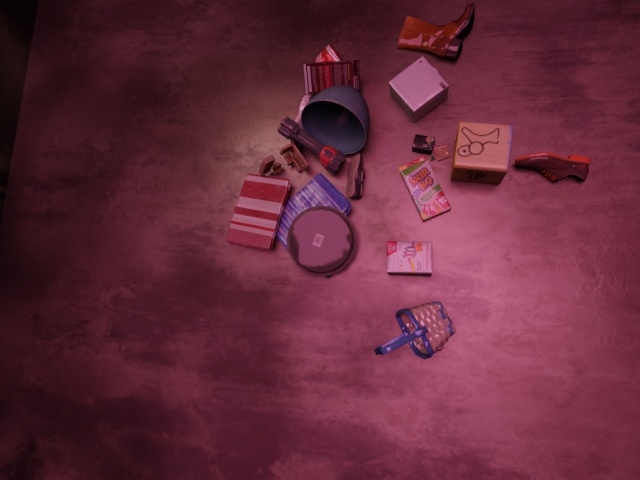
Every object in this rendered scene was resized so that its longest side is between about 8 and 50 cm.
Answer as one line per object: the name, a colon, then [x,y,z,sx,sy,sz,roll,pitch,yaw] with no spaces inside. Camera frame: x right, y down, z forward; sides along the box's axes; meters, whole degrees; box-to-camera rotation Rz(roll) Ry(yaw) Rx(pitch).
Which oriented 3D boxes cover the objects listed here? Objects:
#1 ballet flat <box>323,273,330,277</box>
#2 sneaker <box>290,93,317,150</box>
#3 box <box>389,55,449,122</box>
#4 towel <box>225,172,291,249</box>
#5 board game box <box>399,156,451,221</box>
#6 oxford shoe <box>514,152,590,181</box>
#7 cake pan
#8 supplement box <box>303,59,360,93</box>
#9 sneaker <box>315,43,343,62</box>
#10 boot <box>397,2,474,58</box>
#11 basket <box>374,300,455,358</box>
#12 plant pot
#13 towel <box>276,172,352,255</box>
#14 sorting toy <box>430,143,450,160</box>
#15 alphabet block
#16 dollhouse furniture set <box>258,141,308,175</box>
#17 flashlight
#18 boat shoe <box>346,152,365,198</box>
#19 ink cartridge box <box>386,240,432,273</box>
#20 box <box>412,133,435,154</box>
ballet flat: [0.039,0.078,1.890,0.052,0.057,0.168,11,78,42]
sneaker: [-0.063,-0.515,1.983,0.108,0.100,0.271,18,85,8]
box: [0.415,-0.636,1.887,0.182,0.119,0.181,-36,75,4]
towel: [-0.274,-0.131,1.976,0.237,0.037,0.329,11,79,24]
board game box: [0.431,-0.220,1.858,0.124,0.039,0.259,-24,74,7]
oxford shoe: [0.899,-0.281,1.736,0.271,0.097,0.098,6,88,13]
cake pan: [0.000,0.000,1.830,0.293,0.054,0.293,0,87,8]
supplement box: [0.050,-0.713,1.949,0.239,0.073,0.130,9,118,27]
sneaker: [0.057,-0.759,2.021,0.128,0.087,0.221,-34,78,26]
boot: [0.509,-0.934,1.952,0.280,0.096,0.264,24,94,22]
basket: [0.340,0.352,1.666,0.289,0.255,0.201,-23,79,-4]
plant pot: [0.088,-0.536,1.881,0.290,0.290,0.195,18,61,15]
towel: [-0.056,-0.113,1.922,0.336,0.040,0.243,-41,64,3]
sorting toy: [0.498,-0.366,1.877,0.083,0.012,0.062,-18,82,5]
alphabet block: [0.627,-0.340,1.752,0.197,0.193,0.192,9,81,14]
dollhouse furniture set: [-0.163,-0.316,1.946,0.151,0.144,0.123,-32,83,-26]
flashlight: [-0.040,-0.407,1.905,0.304,0.103,0.103,33,128,-5]
boat shoe: [0.158,-0.275,1.923,0.065,0.075,0.206,16,75,-29]
ink cartridge box: [0.356,0.073,1.774,0.176,0.127,0.128,0,80,11]
box: [0.433,-0.404,1.877,0.083,0.052,0.062,15,83,15]
